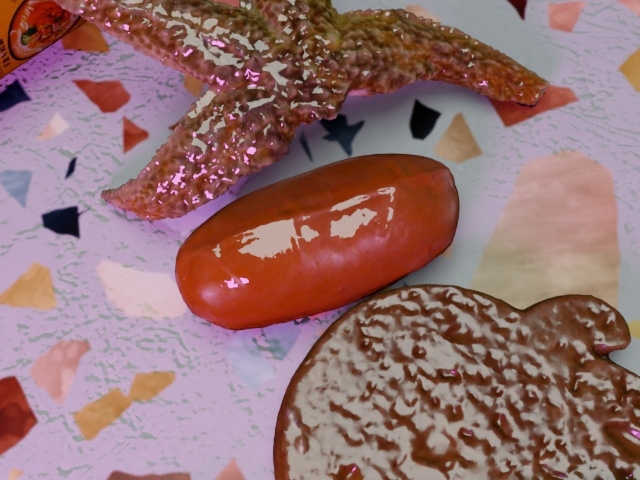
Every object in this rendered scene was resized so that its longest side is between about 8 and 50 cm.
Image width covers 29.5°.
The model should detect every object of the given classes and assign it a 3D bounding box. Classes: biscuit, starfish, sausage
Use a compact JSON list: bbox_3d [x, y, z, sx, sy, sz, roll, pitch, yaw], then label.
[{"bbox_3d":[0.151,0.177,1.013,0.367,0.063,0.314,30,71,13],"label":"biscuit"},{"bbox_3d":[-0.055,-0.176,1.095,0.398,0.132,0.384,-37,87,-3],"label":"starfish"},{"bbox_3d":[0.000,0.000,1.052,0.258,0.133,0.133,-18,70,-5],"label":"sausage"}]

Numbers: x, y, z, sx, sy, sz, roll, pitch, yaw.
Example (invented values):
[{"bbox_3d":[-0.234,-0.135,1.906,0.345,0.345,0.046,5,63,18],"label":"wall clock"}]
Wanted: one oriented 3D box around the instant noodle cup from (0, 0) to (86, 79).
[{"bbox_3d":[-0.327,-0.243,1.134,0.172,0.216,0.216,-32,71,-17],"label":"instant noodle cup"}]
